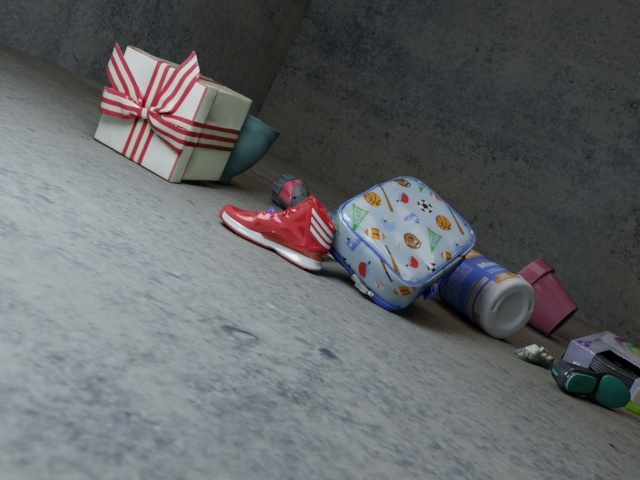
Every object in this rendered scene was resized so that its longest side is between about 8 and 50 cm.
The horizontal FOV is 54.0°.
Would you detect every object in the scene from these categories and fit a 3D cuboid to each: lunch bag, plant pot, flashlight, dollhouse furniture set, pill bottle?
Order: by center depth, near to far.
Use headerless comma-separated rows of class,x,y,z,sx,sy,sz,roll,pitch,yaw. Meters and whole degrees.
lunch bag,0.161,0.004,1.249,0.243,0.115,0.303,47,45,14
dollhouse furniture set,0.682,0.337,1.411,0.151,0.059,0.076,27,8,2
pill bottle,0.374,0.111,1.528,0.152,0.152,0.272,21,11,-33
plant pot,-0.283,-0.275,1.687,0.293,0.196,0.293,30,5,-3
flashlight,-0.018,-0.088,1.718,0.103,0.103,0.304,22,8,-46
plant pot,0.675,0.186,1.928,0.180,0.201,0.201,49,18,26

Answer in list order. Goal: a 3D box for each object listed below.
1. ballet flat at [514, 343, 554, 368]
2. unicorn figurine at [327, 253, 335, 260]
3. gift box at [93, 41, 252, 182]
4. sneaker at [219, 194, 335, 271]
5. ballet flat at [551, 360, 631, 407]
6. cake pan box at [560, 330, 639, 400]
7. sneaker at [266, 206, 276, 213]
ballet flat,0.471,0.248,1.374,0.114,0.041,0.041,22,10,-29
unicorn figurine,0.000,0.000,1.416,0.111,0.060,0.162,28,-8,9
gift box,-0.338,-0.300,1.427,0.255,0.276,0.258,24,13,16
sneaker,-0.071,-0.044,1.181,0.221,0.128,0.087,28,8,3
ballet flat,0.542,0.286,1.272,0.203,0.074,0.074,20,10,-27
cake pan box,0.780,0.329,1.600,0.266,0.070,0.245,1,23,-44
sneaker,-0.046,-0.019,1.309,0.169,0.071,0.068,23,9,-27
